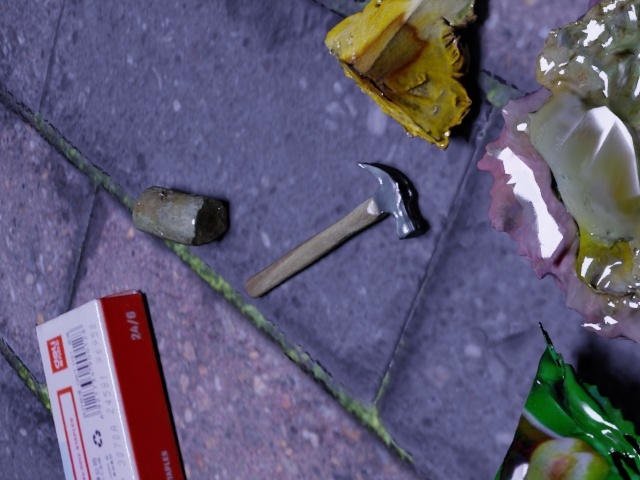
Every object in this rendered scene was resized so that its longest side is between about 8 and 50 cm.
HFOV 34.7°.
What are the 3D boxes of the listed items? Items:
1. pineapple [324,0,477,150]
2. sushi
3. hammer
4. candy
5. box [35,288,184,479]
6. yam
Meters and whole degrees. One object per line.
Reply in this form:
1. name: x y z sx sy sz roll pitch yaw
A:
1. pineapple: 0.056 -0.126 0.626 0.114 0.077 0.114 45 110 29
2. sushi: 0.180 -0.055 0.481 0.161 0.107 0.241 51 126 25
3. hammer: 0.000 0.000 0.730 0.182 0.017 0.062 -32 71 44
4. candy: 0.118 0.167 0.563 0.141 0.078 0.203 -87 21 -62
5. box: -0.185 0.169 0.911 0.123 0.050 0.229 -24 77 46
6. yam: -0.117 -0.020 0.829 0.094 0.043 0.043 15 105 43
